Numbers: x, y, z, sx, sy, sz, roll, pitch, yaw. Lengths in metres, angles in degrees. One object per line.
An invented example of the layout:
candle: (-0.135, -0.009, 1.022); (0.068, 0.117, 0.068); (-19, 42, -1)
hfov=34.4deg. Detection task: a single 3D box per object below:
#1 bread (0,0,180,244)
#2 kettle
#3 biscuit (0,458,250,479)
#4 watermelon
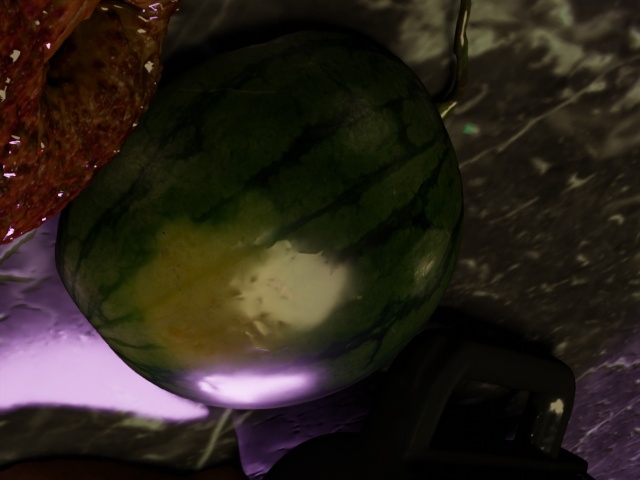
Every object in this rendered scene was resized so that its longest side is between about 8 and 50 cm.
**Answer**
bread: (-0.102, -0.071, 0.366); (0.193, 0.064, 0.193); (-51, 168, -16)
kettle: (0.114, 0.228, 0.775); (0.262, 0.203, 0.308); (-44, 144, 16)
biscuit: (-0.242, 0.302, 0.769); (0.455, 0.078, 0.350); (-28, 147, -1)
watermelon: (-0.007, 0.004, 0.519); (0.232, 0.127, 0.204); (-21, 139, -19)
